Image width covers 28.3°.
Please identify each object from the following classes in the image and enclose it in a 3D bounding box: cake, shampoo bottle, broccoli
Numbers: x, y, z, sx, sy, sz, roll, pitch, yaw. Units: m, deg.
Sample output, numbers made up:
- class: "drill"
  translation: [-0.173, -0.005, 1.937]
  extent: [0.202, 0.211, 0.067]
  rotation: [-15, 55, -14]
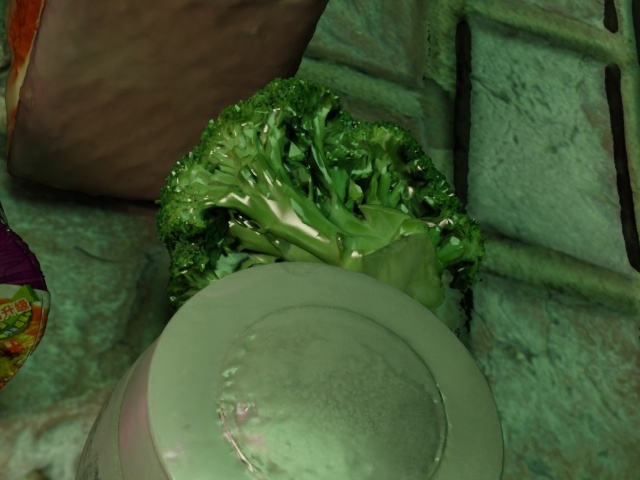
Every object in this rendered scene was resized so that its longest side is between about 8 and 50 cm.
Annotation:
- class: "cake"
  translation: [-0.148, -0.201, 1.110]
  extent: [0.230, 0.309, 0.237]
  rotation: [10, 42, -22]
- class: "shampoo bottle"
  translation: [-0.026, 0.174, 0.853]
  extent: [0.273, 0.266, 0.273]
  rotation: [12, 48, -14]
- class: "broccoli"
  translation: [0.000, 0.000, 1.037]
  extent: [0.261, 0.269, 0.241]
  rotation: [-31, 30, -15]

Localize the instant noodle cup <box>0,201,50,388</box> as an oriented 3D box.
- class: "instant noodle cup"
  translation: [-0.333, -0.006, 0.909]
  extent: [0.251, 0.251, 0.190]
  rotation: [1, 42, -23]
